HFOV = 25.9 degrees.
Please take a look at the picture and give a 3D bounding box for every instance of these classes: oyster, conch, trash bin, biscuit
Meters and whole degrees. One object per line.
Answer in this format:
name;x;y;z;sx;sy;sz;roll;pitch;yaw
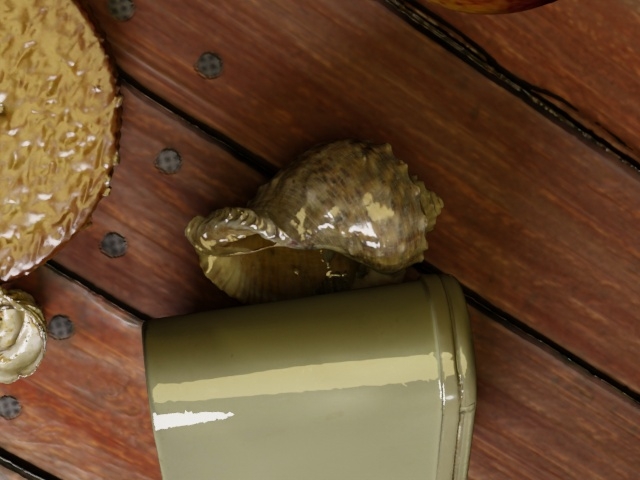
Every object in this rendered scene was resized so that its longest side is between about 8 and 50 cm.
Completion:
oyster;-0.256;0.072;1.129;0.083;0.038;0.080;-35;123;25
conch;0.000;0.000;1.095;0.207;0.130;0.155;-14;111;-13
trash bin;-0.008;0.136;1.106;0.247;0.121;0.243;-6;140;-5
biscuit;-0.300;-0.100;1.069;0.305;0.038;0.305;-2;106;-7

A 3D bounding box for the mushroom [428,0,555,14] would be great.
mushroom;0.100;-0.315;0.947;0.259;0.345;0.345;22;104;20
